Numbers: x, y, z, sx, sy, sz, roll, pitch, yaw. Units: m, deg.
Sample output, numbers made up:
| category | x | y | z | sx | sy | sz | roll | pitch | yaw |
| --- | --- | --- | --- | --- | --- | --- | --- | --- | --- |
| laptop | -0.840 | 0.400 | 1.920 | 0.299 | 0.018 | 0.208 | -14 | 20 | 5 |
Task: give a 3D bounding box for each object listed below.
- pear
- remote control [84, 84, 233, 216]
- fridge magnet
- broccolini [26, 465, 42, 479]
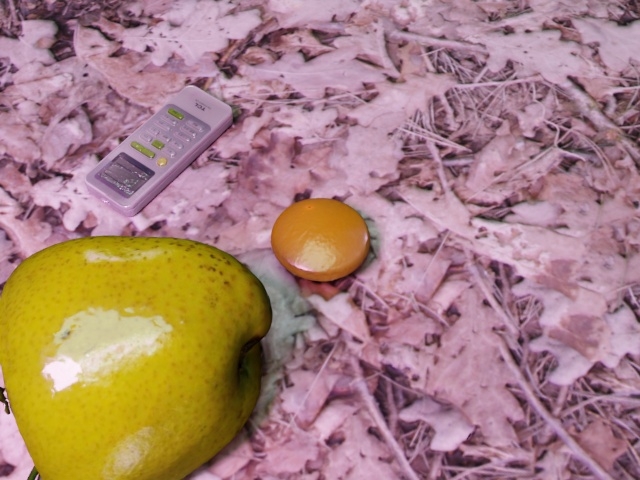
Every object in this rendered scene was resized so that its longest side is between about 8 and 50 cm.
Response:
| category | x | y | z | sx | sy | sz | roll | pitch | yaw |
| --- | --- | --- | --- | --- | --- | --- | --- | --- | --- |
| pear | -0.213 | 0.125 | 1.164 | 0.318 | 0.238 | 0.342 | -17 | 57 | 0 |
| remote control | -0.249 | -0.144 | 1.467 | 0.103 | 0.034 | 0.250 | 33 | 63 | 21 |
| fridge magnet | 0.000 | 0.000 | 1.344 | 0.143 | 0.063 | 0.143 | 0 | 55 | 0 |
| broccolini | -0.343 | 0.318 | 1.138 | 0.058 | 0.074 | 0.201 | 0 | 52 | 22 |
